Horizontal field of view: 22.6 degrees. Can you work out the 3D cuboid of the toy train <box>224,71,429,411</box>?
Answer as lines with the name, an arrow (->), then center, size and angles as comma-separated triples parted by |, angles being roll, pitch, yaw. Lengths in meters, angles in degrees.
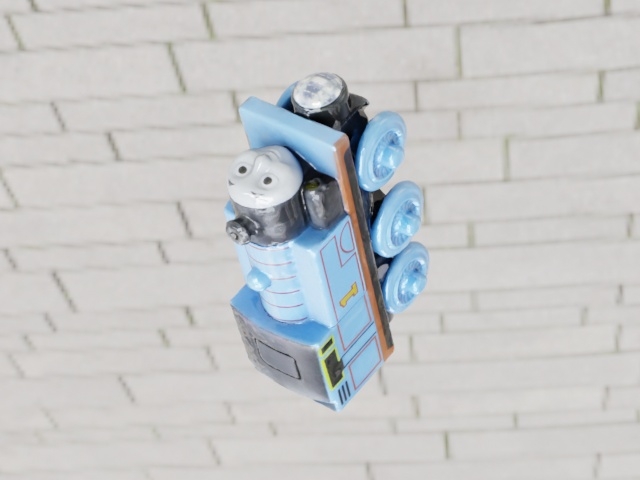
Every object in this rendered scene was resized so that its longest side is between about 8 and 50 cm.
toy train -> 0.000, 0.000, 0.833 | 0.080, 0.105, 0.184 | 23, 147, 30
